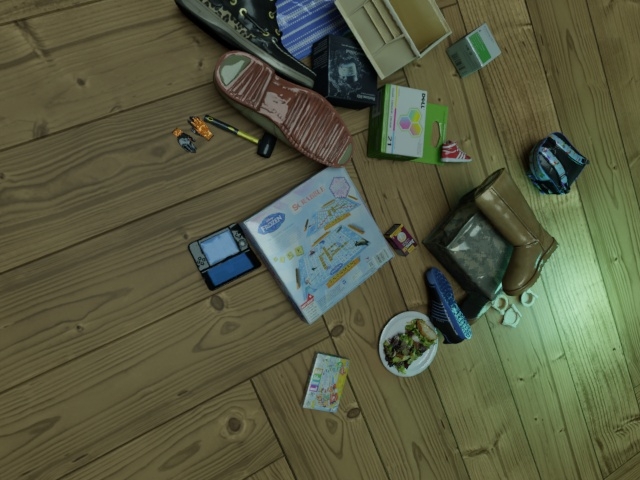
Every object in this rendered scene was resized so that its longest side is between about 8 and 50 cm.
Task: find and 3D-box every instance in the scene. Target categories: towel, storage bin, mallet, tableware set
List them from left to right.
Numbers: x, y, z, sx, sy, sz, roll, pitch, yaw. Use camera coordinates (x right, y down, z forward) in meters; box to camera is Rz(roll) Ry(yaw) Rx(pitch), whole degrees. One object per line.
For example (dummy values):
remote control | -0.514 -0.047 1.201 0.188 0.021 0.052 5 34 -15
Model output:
mallet | -0.201 -0.283 1.161 0.190 0.039 0.062 30 83 -14
towel | -0.076 -0.660 1.177 0.243 0.040 0.336 -35 104 -13
storage bin | 0.188 -0.589 1.166 0.260 0.123 0.262 55 45 -14
tableware set | 0.630 0.195 1.479 0.141 0.020 0.168 39 80 -17

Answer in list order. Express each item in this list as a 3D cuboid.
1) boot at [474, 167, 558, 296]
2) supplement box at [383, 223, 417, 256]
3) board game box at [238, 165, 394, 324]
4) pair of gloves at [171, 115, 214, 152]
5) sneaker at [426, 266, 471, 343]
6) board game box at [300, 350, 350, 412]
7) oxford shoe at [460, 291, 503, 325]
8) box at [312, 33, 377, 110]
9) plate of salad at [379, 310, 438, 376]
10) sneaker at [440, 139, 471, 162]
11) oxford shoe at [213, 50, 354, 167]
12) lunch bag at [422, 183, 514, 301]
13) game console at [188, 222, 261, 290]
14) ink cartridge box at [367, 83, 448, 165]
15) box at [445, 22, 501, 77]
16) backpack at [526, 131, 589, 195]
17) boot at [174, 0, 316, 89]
boot | 0.497 -0.021 1.219 0.269 0.089 0.236 48 66 -12
supplement box | 0.233 -0.001 1.319 0.055 0.043 0.083 -45 106 -13
board game box | 0.000 0.000 1.210 0.319 0.066 0.318 -36 104 -21
pair of gloves | -0.319 -0.266 1.132 0.083 0.010 0.074 -45 106 -11
sneaker | 0.359 0.200 1.356 0.081 0.090 0.232 -8 71 -50
board game box | 0.015 0.399 1.277 0.103 0.026 0.154 16 88 -19
oxford shoe | 0.505 0.189 1.420 0.212 0.076 0.076 -38 142 -21
box | 0.065 -0.439 1.196 0.156 0.093 0.158 -1 95 -30
plate of salad | 0.269 0.311 1.348 0.200 0.048 0.200 -1 94 -19
sneaker | 0.409 -0.266 1.356 0.118 0.042 0.067 -5 98 -32
oxford shoe | -0.086 -0.319 1.134 0.397 0.146 0.140 35 84 -22
lunch bag | 0.492 -0.012 1.342 0.287 0.169 0.235 -46 105 -6
game console | -0.241 0.037 1.137 0.144 0.085 0.124 -27 102 -16
ink cartridge box | 0.271 -0.322 1.285 0.255 0.097 0.188 3 92 -19
box | 0.448 -0.555 1.329 0.087 0.102 0.101 -39 103 -15
backpack | 0.732 -0.248 1.436 0.173 0.117 0.158 41 81 -17
boot | -0.120 -0.572 1.093 0.377 0.138 0.284 32 94 -9
